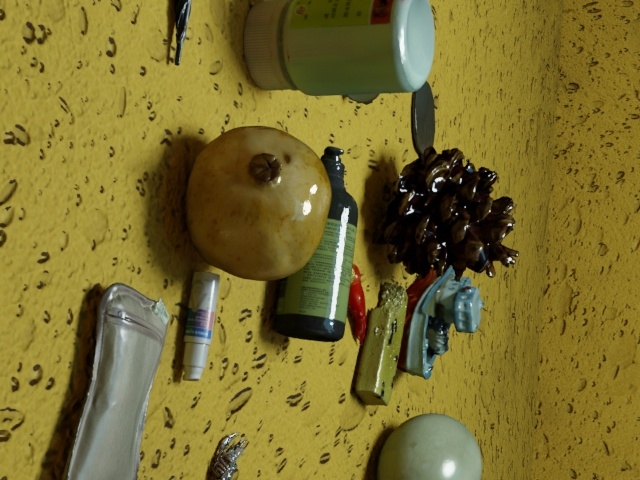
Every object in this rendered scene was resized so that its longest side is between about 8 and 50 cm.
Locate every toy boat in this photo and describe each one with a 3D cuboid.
[{"bbox_3d":[0.228,0.166,1.838,0.332,0.133,0.145,-46,134,-56],"label":"toy boat"}]

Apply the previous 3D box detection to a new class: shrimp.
[{"bbox_3d":[-0.119,0.278,1.208,0.092,0.029,0.038,-61,137,-54],"label":"shrimp"}]

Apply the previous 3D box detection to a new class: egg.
[{"bbox_3d":[0.198,0.418,1.726,0.253,0.187,0.186,-49,135,-58],"label":"egg"}]

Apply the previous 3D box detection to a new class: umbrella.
[{"bbox_3d":[-0.147,-0.333,1.078,0.044,0.044,0.268,9,81,-35],"label":"umbrella"}]

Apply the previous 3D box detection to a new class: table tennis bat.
[{"bbox_3d":[0.211,-0.207,1.912,0.131,0.022,0.234,-19,107,-65],"label":"table tennis bat"}]

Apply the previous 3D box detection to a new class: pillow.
[{"bbox_3d":[-0.209,0.164,0.981,0.131,0.038,0.232,42,55,-63],"label":"pillow"}]

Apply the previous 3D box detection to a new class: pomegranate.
[{"bbox_3d":[-0.071,-0.046,1.106,0.196,0.196,0.196,2,90,-66],"label":"pomegranate"}]

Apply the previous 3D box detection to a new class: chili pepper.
[{"bbox_3d":[0.060,0.107,1.588,0.045,0.027,0.178,-52,140,-54],"label":"chili pepper"}]

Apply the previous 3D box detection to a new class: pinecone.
[{"bbox_3d":[0.228,-0.046,1.679,0.243,0.257,0.243,6,90,-79],"label":"pinecone"}]

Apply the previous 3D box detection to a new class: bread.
[{"bbox_3d":[0.111,0.178,1.681,0.088,0.049,0.226,53,45,-54],"label":"bread"}]

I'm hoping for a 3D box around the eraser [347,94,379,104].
[{"bbox_3d":[0.096,-0.354,1.568,0.227,0.081,0.174,-58,146,-49],"label":"eraser"}]

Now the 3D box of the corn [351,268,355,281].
[{"bbox_3d":[0.026,0.058,1.499,0.092,0.037,0.037,0,92,-65],"label":"corn"}]

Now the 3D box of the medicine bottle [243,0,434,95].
[{"bbox_3d":[0.026,-0.260,1.239,0.139,0.226,0.139,2,90,-65],"label":"medicine bottle"}]

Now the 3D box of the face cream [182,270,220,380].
[{"bbox_3d":[-0.145,0.103,1.125,0.034,0.034,0.130,27,68,-64],"label":"face cream"}]

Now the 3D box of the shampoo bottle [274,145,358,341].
[{"bbox_3d":[0.000,0.000,1.357,0.101,0.101,0.283,30,65,-63],"label":"shampoo bottle"}]
